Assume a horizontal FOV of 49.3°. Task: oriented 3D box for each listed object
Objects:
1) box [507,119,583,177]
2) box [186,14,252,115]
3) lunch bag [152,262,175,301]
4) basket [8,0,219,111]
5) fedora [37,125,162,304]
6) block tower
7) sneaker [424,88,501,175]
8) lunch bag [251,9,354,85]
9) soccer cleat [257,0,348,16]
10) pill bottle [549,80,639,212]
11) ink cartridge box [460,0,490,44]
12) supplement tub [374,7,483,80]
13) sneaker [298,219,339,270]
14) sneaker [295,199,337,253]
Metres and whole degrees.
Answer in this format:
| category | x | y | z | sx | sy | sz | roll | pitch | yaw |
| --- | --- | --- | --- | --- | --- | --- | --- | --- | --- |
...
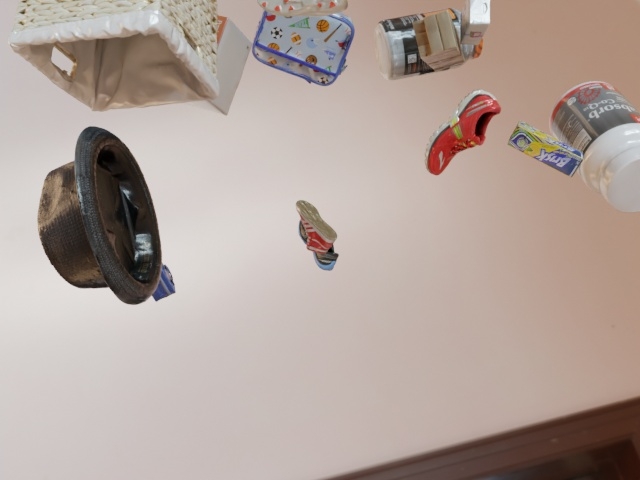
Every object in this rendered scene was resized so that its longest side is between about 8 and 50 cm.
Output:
| category | x | y | z | sx | sy | sz | roll | pitch | yaw |
| --- | --- | --- | --- | --- | --- | --- | --- | --- | --- |
| box | 0.529 | -0.216 | 1.640 | 0.054 | 0.169 | 0.059 | -65 | 173 | 29 |
| box | -0.393 | -0.496 | 1.862 | 0.168 | 0.345 | 0.215 | 28 | 80 | -72 |
| lunch bag | -0.398 | 0.093 | 1.717 | 0.067 | 0.065 | 0.098 | 55 | -11 | 53 |
| basket | -0.411 | -0.464 | 1.481 | 0.328 | 0.331 | 0.266 | 45 | 45 | -71 |
| fedora | -0.418 | -0.033 | 1.280 | 0.334 | 0.153 | 0.334 | -15 | 90 | -82 |
| block tower | 0.307 | -0.506 | 1.788 | 0.335 | 0.091 | 0.097 | -23 | 100 | -74 |
| sneaker | 0.400 | -0.291 | 1.968 | 0.118 | 0.107 | 0.279 | 48 | -66 | 33 |
| lunch bag | -0.049 | -0.617 | 2.162 | 0.115 | 0.303 | 0.243 | -92 | -156 | -60 |
| soccer cleat | -0.038 | -0.498 | 1.462 | 0.076 | 0.196 | 0.068 | -9 | 107 | -71 |
| pill bottle | 0.755 | -0.245 | 1.814 | 0.363 | 0.210 | 0.210 | -100 | -176 | -51 |
| ink cartridge box | 0.387 | -0.558 | 1.754 | 0.122 | 0.052 | 0.088 | 97 | -5 | -82 |
| supplement tub | 0.346 | -0.634 | 2.242 | 0.193 | 0.316 | 0.193 | 169 | -90 | -84 |
| sneaker | 0.000 | 0.000 | 1.938 | 0.078 | 0.067 | 0.188 | -54 | -132 | 26 |
| sneaker | -0.019 | -0.024 | 1.431 | 0.118 | 0.042 | 0.067 | 50 | -42 | 21 |
